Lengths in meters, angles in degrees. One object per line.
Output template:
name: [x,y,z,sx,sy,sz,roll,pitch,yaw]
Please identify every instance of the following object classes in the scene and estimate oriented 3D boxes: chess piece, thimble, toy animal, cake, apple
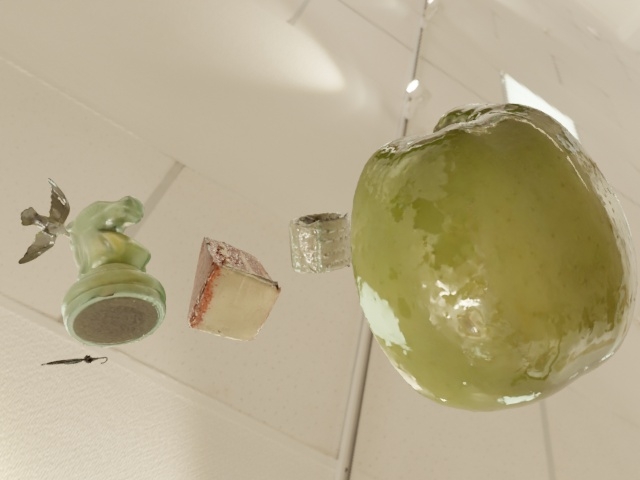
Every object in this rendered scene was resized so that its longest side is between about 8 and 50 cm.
chess piece: [-0.387,0.031,1.021,0.175,0.176,0.298,6,-137,-35]
thimble: [0.000,0.000,0.935,0.102,0.090,0.115,0,-167,16]
toy animal: [-0.642,-0.022,1.346,0.155,0.219,0.095,26,176,-9]
cake: [-0.201,0.107,1.213,0.158,0.160,0.262,21,-174,-20]
apple: [0.215,0.006,0.698,0.360,0.311,0.320,67,-160,-3]

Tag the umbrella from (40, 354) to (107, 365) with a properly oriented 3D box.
umbrella: [-0.501,0.246,1.141,0.022,0.022,0.149,37,-169,31]
